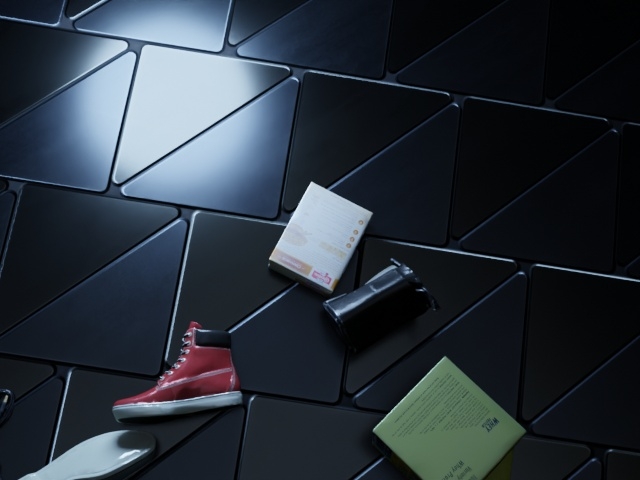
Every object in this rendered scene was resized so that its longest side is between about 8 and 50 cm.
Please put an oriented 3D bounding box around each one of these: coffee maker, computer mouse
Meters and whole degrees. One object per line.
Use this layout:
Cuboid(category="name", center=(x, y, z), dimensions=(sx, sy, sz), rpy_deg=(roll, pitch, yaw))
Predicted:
Cuboid(category="coffee maker", center=(0.110, 0.128, 1.805), dimensions=(0.178, 0.171, 0.120), rpy_deg=(-31, 95, -11))
Cuboid(category="computer mouse", center=(-0.619, 0.395, 1.737), dimensions=(0.071, 0.041, 0.242), rpy_deg=(8, 73, -1))

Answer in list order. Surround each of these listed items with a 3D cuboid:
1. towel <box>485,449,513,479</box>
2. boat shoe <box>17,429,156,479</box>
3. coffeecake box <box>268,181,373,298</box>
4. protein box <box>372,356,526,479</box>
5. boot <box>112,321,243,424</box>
Cuboid(category="towel", center=(0.308, 0.499, 1.792), dimensions=(0.102, 0.021, 0.237), rpy_deg=(13, 72, -6))
Cuboid(category="boat shoe", center=(-0.445, 0.454, 1.722), dimensions=(0.319, 0.116, 0.099), rpy_deg=(-25, 120, -18))
Cuboid(category="coffeecake box", center=(0.000, 0.000, 1.887), dimensions=(0.142, 0.068, 0.185), rpy_deg=(27, 73, 3))
Cuboid(category="protein box", center=(0.235, 0.368, 1.747), dimensions=(0.201, 0.136, 0.200), rpy_deg=(42, 76, 17))
Cuboid(category="boot", center=(-0.282, 0.250, 1.785), dimensions=(0.244, 0.088, 0.176), rpy_deg=(-8, 74, -15))
